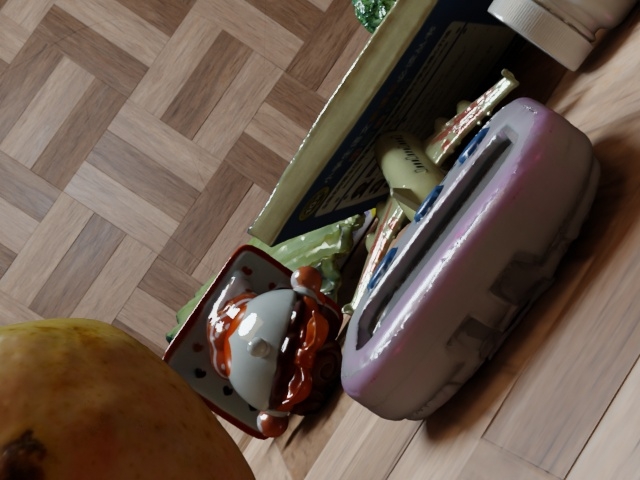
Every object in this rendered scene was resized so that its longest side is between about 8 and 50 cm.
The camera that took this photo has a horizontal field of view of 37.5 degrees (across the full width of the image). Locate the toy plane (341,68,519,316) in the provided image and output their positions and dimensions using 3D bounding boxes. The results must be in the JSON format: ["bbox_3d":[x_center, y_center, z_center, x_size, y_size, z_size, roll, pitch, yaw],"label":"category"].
[{"bbox_3d":[0.090,-0.048,0.820,0.241,0.104,0.256,-58,3,16],"label":"toy plane"}]

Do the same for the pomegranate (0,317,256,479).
[{"bbox_3d":[-0.207,0.209,0.673,0.342,0.343,0.342,-56,4,6],"label":"pomegranate"}]

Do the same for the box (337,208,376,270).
[{"bbox_3d":[0.000,0.000,1.550,0.265,0.097,0.168,-57,4,-9],"label":"box"}]

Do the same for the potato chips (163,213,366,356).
[{"bbox_3d":[-0.083,0.068,1.349,0.429,0.070,0.358,-31,28,39],"label":"potato chips"}]

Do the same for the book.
[{"bbox_3d":[0.104,-0.145,1.022,0.300,0.039,0.428,-54,-14,22],"label":"book"}]

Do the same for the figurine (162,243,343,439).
[{"bbox_3d":[-0.040,0.108,0.969,0.183,0.160,0.226,-57,13,-13],"label":"figurine"}]

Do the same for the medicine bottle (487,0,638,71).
[{"bbox_3d":[0.223,-0.235,0.747,0.186,0.103,0.103,-55,4,16],"label":"medicine bottle"}]

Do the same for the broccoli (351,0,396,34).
[{"bbox_3d":[0.174,-0.342,1.232,0.270,0.270,0.270,-31,24,58],"label":"broccoli"}]

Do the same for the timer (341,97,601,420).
[{"bbox_3d":[0.091,0.010,0.593,0.208,0.069,0.191,-54,4,14],"label":"timer"}]
